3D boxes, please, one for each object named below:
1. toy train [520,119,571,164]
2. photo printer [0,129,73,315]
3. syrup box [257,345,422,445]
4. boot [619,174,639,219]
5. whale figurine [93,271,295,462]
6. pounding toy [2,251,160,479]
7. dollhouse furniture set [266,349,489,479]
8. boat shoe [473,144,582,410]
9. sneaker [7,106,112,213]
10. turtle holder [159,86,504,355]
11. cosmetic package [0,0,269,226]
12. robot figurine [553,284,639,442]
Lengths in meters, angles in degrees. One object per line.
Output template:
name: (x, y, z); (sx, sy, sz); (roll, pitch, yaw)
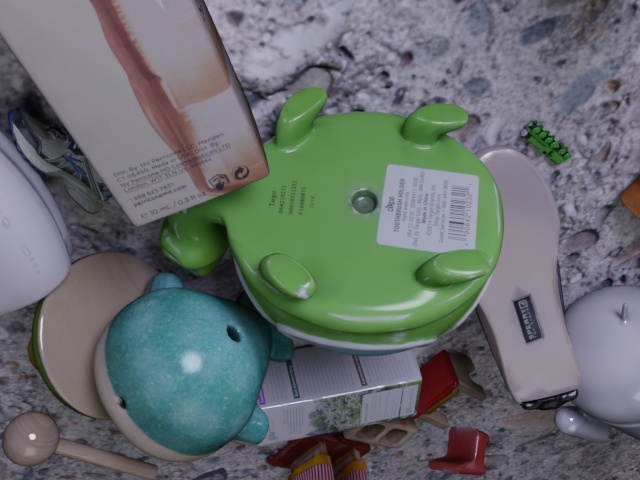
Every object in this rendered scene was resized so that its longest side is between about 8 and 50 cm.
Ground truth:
toy train: (0.259, -0.112, 0.795); (0.083, 0.017, 0.024); (26, 132, -35)
photo printer: (-0.407, -0.009, 0.632); (0.308, 0.107, 0.256); (-19, 136, 3)
syrup box: (0.015, 0.208, 0.980); (0.237, 0.096, 0.093); (-8, 133, -8)
boot: (0.439, -0.112, 0.803); (0.284, 0.109, 0.220); (28, 144, -20)
whale figurine: (-0.107, 0.116, 0.746); (0.141, 0.216, 0.272); (-38, 170, 31)
pounding toy: (-0.260, 0.135, 0.771); (0.110, 0.236, 0.183); (-13, 151, 40)
dollhouse furniture set: (0.089, 0.347, 1.064); (0.152, 0.201, 0.374); (22, 125, -33)
boat shoe: (0.231, 0.036, 0.873); (0.127, 0.158, 0.340); (-14, 108, 4)
sneaker: (-0.237, -0.086, 0.657); (0.058, 0.052, 0.135); (-34, 142, 3)
turtle holder: (0.012, 0.014, 0.690); (0.320, 0.243, 0.227); (-19, 153, -9)
cosmetic package: (-0.154, -0.173, 0.517); (0.129, 0.153, 0.296); (-21, 137, 2)
robot figurine: (0.480, 0.188, 1.023); (0.353, 0.199, 0.300); (28, 106, -36)
